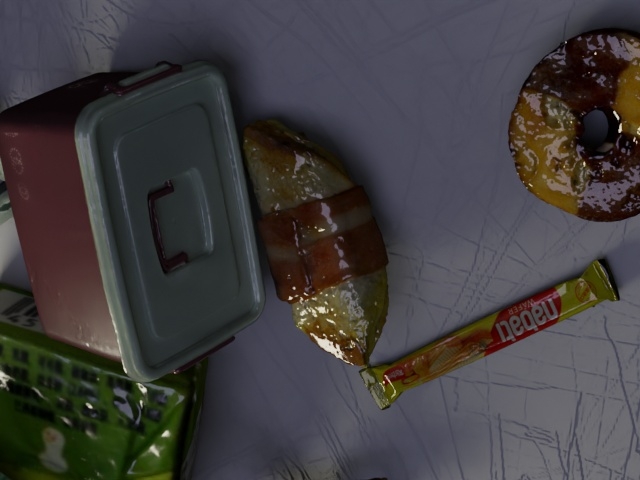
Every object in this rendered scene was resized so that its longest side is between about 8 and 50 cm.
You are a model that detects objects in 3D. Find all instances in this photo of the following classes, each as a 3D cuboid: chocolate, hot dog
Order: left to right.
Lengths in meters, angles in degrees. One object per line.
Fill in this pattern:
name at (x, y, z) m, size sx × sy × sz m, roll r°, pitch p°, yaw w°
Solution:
chocolate at (-0.275, 0.210, 1.757) m, size 0.301 × 0.137 × 0.288 m, roll 17°, pitch 117°, yaw 11°
hot dog at (0.005, -0.001, 1.599) m, size 0.123 × 0.093 × 0.261 m, roll -13°, pitch 94°, yaw 31°

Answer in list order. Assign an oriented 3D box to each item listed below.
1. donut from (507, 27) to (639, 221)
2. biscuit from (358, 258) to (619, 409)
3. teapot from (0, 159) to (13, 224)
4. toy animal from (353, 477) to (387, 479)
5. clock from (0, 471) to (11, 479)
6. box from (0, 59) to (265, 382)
donut at (0.260, -0.112, 1.477) m, size 0.166 × 0.073 × 0.184 m, roll 14°, pitch 118°, yaw 10°
biscuit at (0.168, 0.095, 1.628) m, size 0.292 × 0.026 × 0.048 m, roll -28°, pitch 84°, yaw 26°
teapot at (-0.419, -0.089, 1.678) m, size 0.178 × 0.222 × 0.163 m, roll -43°, pitch 57°, yaw 38°
toy animal at (-0.039, 0.286, 1.700) m, size 0.230 × 0.066 × 0.224 m, roll -9°, pitch 149°, yaw 7°
clock at (-0.373, 0.309, 1.718) m, size 0.159 × 0.066 × 0.211 m, roll -29°, pitch 101°, yaw 28°
box at (-0.189, -0.026, 1.578) m, size 0.168 × 0.193 × 0.294 m, roll 8°, pitch 116°, yaw 40°
